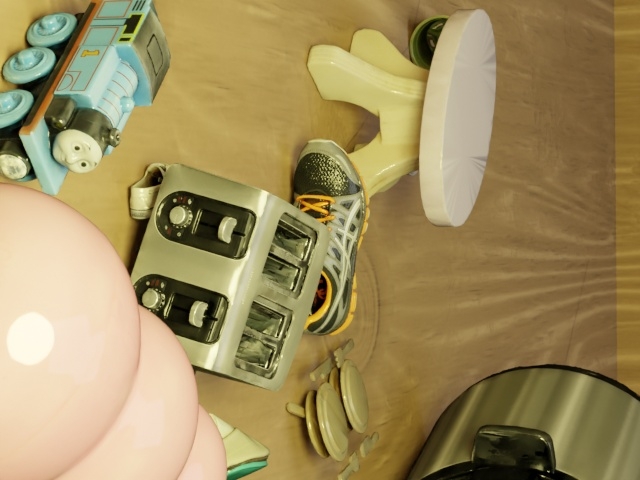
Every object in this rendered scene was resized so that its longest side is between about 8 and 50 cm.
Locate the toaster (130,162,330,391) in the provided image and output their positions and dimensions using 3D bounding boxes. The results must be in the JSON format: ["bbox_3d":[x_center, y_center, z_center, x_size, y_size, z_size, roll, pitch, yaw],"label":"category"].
[{"bbox_3d":[-0.084,0.040,1.666,0.185,0.110,0.168,32,76,-65],"label":"toaster"}]

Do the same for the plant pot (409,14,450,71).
[{"bbox_3d":[0.160,-0.259,2.459,0.079,0.083,0.083,-69,154,-73],"label":"plant pot"}]

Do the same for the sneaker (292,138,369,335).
[{"bbox_3d":[0.000,0.000,1.993,0.083,0.084,0.215,-16,106,-64],"label":"sneaker"}]

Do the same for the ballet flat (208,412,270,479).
[{"bbox_3d":[-0.118,0.192,1.678,0.248,0.086,0.086,-13,102,-69],"label":"ballet flat"}]

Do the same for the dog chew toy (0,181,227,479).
[{"bbox_3d":[-0.178,0.108,1.264,0.332,0.206,0.207,49,43,-44],"label":"dog chew toy"}]

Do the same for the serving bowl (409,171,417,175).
[{"bbox_3d":[0.102,-0.122,2.351,0.083,0.027,0.083,0,90,-69],"label":"serving bowl"}]

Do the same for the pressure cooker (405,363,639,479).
[{"bbox_3d":[0.252,0.392,2.275,0.370,0.375,0.420,46,30,-3],"label":"pressure cooker"}]

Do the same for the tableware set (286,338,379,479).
[{"bbox_3d":[0.013,0.190,2.090,0.194,0.039,0.128,-34,110,-73],"label":"tableware set"}]

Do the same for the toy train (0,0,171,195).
[{"bbox_3d":[-0.186,-0.114,1.442,0.184,0.105,0.080,-70,152,-44],"label":"toy train"}]

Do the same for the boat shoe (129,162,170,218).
[{"bbox_3d":[-0.141,-0.052,1.673,0.100,0.035,0.035,-41,130,-56],"label":"boat shoe"}]

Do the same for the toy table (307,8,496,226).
[{"bbox_3d":[0.096,-0.139,2.143,0.252,0.160,0.274,71,28,-42],"label":"toy table"}]
